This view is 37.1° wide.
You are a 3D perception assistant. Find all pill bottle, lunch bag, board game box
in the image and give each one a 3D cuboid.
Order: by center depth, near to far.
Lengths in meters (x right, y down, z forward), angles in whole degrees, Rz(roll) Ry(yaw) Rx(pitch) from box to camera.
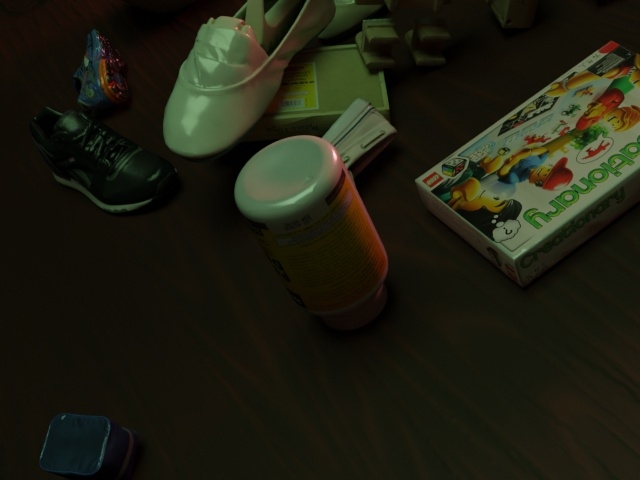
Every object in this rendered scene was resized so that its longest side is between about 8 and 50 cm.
[{"bbox_3d":[0.000,0.000,1.021,0.117,0.215,0.117,-15,42,15],"label":"pill bottle"},{"bbox_3d":[-0.253,0.231,1.045,0.098,0.065,0.067,0,64,28],"label":"lunch bag"},{"bbox_3d":[0.284,-0.096,1.084,0.305,0.053,0.193,-36,42,-8],"label":"board game box"}]

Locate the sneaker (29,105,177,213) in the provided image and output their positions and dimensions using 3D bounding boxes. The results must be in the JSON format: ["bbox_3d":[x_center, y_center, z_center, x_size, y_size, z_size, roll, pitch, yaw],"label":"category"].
[{"bbox_3d":[-0.337,-0.127,1.408,0.283,0.124,0.107,15,58,39],"label":"sneaker"}]

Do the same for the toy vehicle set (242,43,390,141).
[{"bbox_3d":[-0.042,-0.207,1.334,0.266,0.035,0.166,-4,44,2],"label":"toy vehicle set"}]

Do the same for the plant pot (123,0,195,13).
[{"bbox_3d":[-0.301,-0.531,1.748,0.284,0.191,0.284,-15,42,14],"label":"plant pot"}]

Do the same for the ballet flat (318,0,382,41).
[{"bbox_3d":[0.088,-0.407,1.488,0.248,0.086,0.086,-33,41,-5],"label":"ballet flat"}]

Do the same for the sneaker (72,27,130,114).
[{"bbox_3d":[-0.390,-0.293,1.644,0.087,0.083,0.221,-31,37,9],"label":"sneaker"}]

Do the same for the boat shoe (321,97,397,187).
[{"bbox_3d":[0.012,-0.081,1.201,0.075,0.083,0.226,37,78,9],"label":"boat shoe"}]

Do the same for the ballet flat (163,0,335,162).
[{"bbox_3d":[-0.098,-0.270,1.284,0.139,0.139,0.400,4,43,32],"label":"ballet flat"}]

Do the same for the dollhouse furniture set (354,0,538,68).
[{"bbox_3d":[0.164,-0.375,1.325,0.241,0.212,0.161,-3,42,-11],"label":"dollhouse furniture set"}]
